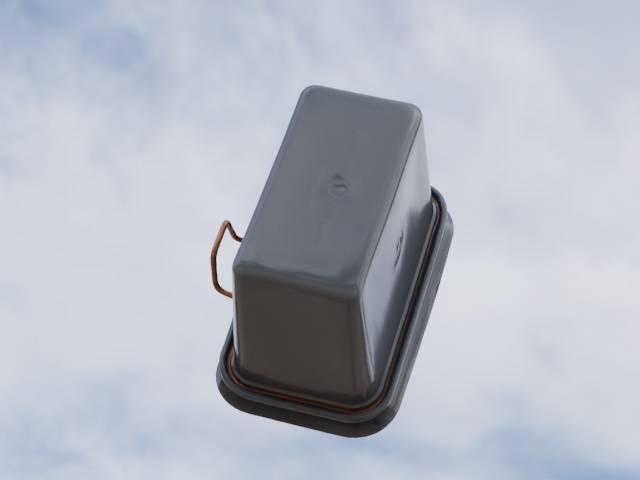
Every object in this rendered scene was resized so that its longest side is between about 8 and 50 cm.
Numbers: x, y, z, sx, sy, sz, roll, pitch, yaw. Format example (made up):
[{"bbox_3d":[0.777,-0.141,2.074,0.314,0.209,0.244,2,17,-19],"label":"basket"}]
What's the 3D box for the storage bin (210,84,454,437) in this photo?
[{"bbox_3d":[0.000,0.000,0.756,0.098,0.135,0.091,12,-34,12],"label":"storage bin"}]
